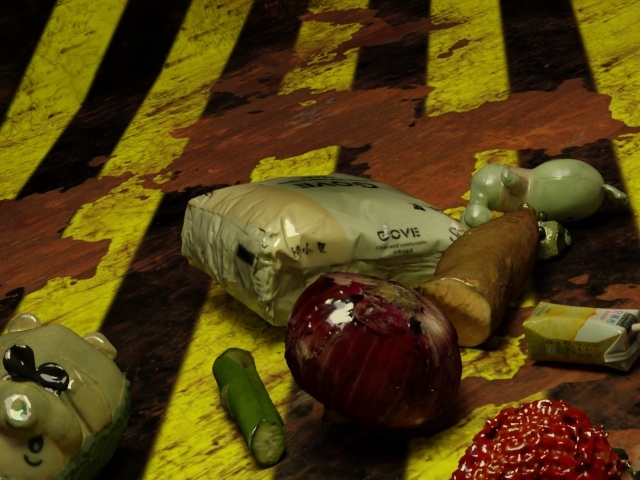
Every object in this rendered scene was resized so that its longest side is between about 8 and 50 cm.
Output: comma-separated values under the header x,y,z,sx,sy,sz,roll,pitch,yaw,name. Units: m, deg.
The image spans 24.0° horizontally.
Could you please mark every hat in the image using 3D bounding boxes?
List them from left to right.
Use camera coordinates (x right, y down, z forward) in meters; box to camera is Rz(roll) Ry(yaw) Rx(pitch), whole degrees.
x,y,z,sx,sy,sz,roll,pitch,yaw,name
0.347,-0.006,2.360,0.076,0.059,0.077,-3,28,35,hat

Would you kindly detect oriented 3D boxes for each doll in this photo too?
x,y,z,sx,sy,sz,roll,pitch,yaw,name
-0.380,0.239,1.931,0.247,0.247,0.349,-6,30,18,doll
0.354,-0.080,2.436,0.275,0.113,0.155,-9,-15,9,doll

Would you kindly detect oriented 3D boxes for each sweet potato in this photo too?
x,y,z,sx,sy,sz,roll,pitch,yaw,name
0.246,0.036,2.229,0.131,0.131,0.337,-2,24,26,sweet potato

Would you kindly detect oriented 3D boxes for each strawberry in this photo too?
x,y,z,sx,sy,sz,roll,pitch,yaw,name
0.232,0.261,1.704,0.188,0.106,0.286,7,30,44,strawberry

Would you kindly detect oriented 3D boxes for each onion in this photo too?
x,y,z,sx,sy,sz,roll,pitch,yaw,name
0.058,0.154,1.951,0.252,0.219,0.252,30,20,-12,onion

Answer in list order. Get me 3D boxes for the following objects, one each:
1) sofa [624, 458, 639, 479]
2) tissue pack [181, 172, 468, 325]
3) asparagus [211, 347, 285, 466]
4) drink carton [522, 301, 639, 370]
x,y,z,sx,sy,sz,roll,pitch,yaw,name
0.416,0.320,1.440,0.258,0.182,0.200,-9,40,10,sofa
0.000,0.000,2.384,0.375,0.195,0.390,-10,18,-29,tissue pack
-0.096,0.220,2.050,0.067,0.060,0.278,-7,21,-15,asparagus
0.373,0.127,1.994,0.200,0.074,0.084,5,28,35,drink carton
